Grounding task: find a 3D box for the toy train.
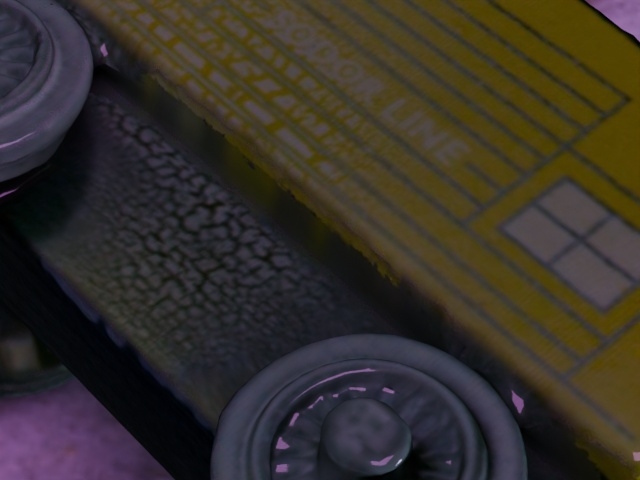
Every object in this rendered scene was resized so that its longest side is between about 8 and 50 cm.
[{"bbox_3d":[0.000,0.000,0.683,0.272,0.179,0.442,-35,58,-22],"label":"toy train"}]
